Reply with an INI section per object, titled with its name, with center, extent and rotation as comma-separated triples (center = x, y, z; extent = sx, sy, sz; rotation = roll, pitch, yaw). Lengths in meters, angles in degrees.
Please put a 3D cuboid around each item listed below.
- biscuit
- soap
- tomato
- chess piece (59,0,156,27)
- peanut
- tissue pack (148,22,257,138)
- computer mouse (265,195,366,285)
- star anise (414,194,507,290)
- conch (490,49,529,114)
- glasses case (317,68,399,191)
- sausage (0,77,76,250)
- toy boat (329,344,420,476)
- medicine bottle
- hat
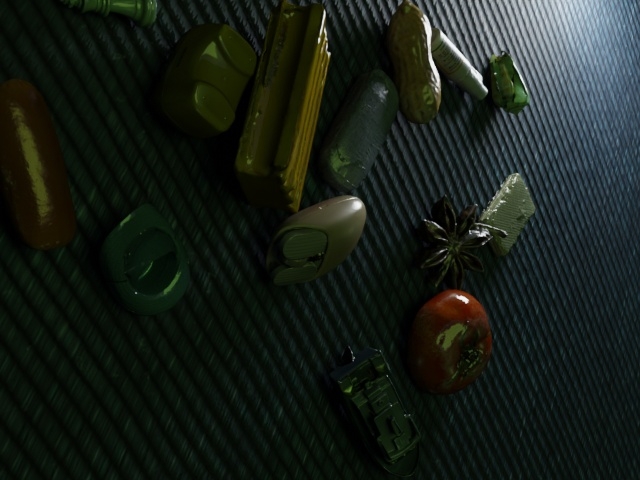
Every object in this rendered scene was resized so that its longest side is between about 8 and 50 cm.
[biscuit]
center = 0.458, -0.063, 1.991
extent = 0.199, 0.040, 0.121
rotation = -50, 121, -36
[soap]
center = -0.060, -0.228, 1.400
extent = 0.204, 0.096, 0.324
rotation = 81, 19, -72
[tomato]
center = 0.291, 0.223, 1.740
extent = 0.236, 0.095, 0.237
rotation = -12, 107, -42
[chess piece]
center = -0.328, -0.360, 1.248
extent = 0.149, 0.059, 0.059
rotation = -7, 91, -38
[peanut]
center = 0.195, -0.375, 1.722
extent = 0.117, 0.101, 0.263
rotation = -38, 117, -86
[tissue pack]
center = -0.193, -0.257, 1.321
extent = 0.123, 0.127, 0.178
rotation = 41, 60, -42
[computer mouse]
center = 0.000, 0.000, 1.478
extent = 0.236, 0.082, 0.145
rotation = -25, 145, -45
[star anise]
center = 0.296, 0.008, 1.798
extent = 0.262, 0.081, 0.230
rotation = -19, 99, -32
[conch]
center = 0.451, -0.387, 1.995
extent = 0.105, 0.079, 0.170
rotation = -3, 73, -50
[glasses case]
center = 0.079, -0.221, 1.619
extent = 0.109, 0.067, 0.282
rotation = 43, 60, -30
[sausage]
center = -0.403, -0.103, 1.124
extent = 0.098, 0.098, 0.238
rotation = -19, 102, -43
[toy boat]
center = 0.122, 0.347, 1.573
extent = 0.114, 0.122, 0.296
rotation = -32, 113, -15
[medicine bottle]
center = 0.308, -0.407, 1.867
extent = 0.220, 0.061, 0.092
rotation = 36, 44, -37
[hat]
center = -0.277, 0.024, 1.250
extent = 0.138, 0.078, 0.191
rotation = -43, 134, -29
